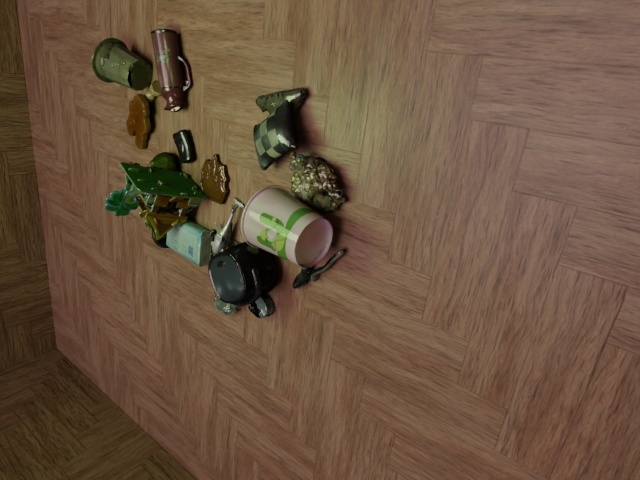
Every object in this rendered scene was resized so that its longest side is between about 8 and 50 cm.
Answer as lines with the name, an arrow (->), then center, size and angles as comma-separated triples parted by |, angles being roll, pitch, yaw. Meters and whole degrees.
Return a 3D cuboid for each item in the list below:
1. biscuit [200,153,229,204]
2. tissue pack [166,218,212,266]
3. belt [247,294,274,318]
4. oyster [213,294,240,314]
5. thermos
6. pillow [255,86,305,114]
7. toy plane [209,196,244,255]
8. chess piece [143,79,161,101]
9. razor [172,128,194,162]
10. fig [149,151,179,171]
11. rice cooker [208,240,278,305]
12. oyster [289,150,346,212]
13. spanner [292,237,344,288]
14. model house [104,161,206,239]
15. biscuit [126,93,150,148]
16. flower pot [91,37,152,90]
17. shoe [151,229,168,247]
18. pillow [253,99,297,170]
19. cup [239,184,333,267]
biscuit -> -0.475, -0.279, 1.931 | 0.182, 0.034, 0.216 | 21, 115, 32
tissue pack -> -0.635, -0.006, 2.100 | 0.263, 0.089, 0.177 | 25, 114, 32
belt -> -0.265, 0.282, 1.913 | 0.140, 0.058, 0.105 | 37, 117, 29
oyster -> -0.431, 0.234, 2.008 | 0.199, 0.087, 0.253 | -7, 106, 29
thermos -> -0.647, -0.736, 1.901 | 0.109, 0.136, 0.331 | 19, 117, 63
pillow -> -0.146, -0.503, 1.602 | 0.240, 0.051, 0.093 | 2, 113, 36
toy plane -> -0.408, -0.039, 1.904 | 0.182, 0.107, 0.273 | 50, 123, 9
chess piece -> -0.788, -0.700, 2.041 | 0.122, 0.066, 0.066 | -11, 96, 45
razor -> -0.625, -0.430, 1.991 | 0.089, 0.054, 0.148 | -9, 98, 39
fig -> -0.749, -0.356, 2.044 | 0.123, 0.156, 0.124 | 8, 106, 30
rice cooker -> -0.313, 0.134, 1.800 | 0.266, 0.224, 0.268 | 10, 107, 34
oyster -> -0.021, -0.214, 1.565 | 0.198, 0.092, 0.260 | -26, 89, 43
spanner -> -0.026, 0.101, 1.676 | 0.096, 0.040, 0.325 | 50, 131, 8
model house -> -0.750, -0.147, 1.931 | 0.242, 0.357, 0.313 | 42, 113, 32
biscuit -> -0.894, -0.593, 2.141 | 0.186, 0.044, 0.295 | 55, 139, 7
flower pot -> -0.919, -0.809, 2.027 | 0.202, 0.212, 0.213 | 31, 120, 19
shoe -> -0.788, -0.077, 2.186 | 0.093, 0.108, 0.242 | 2, 100, 41
pillow -> -0.166, -0.385, 1.603 | 0.249, 0.105, 0.186 | -17, 82, 52
cup -> -0.112, -0.039, 1.561 | 0.273, 0.253, 0.254 | 29, 119, 35
